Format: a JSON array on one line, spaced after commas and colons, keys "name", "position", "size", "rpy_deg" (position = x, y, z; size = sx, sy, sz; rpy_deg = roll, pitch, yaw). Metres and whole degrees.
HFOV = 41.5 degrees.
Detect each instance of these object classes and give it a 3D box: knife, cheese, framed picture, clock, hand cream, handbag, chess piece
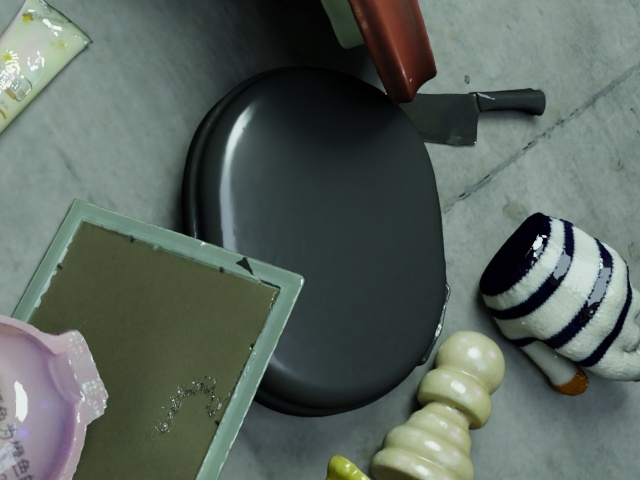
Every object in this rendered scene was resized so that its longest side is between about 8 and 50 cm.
[{"name": "knife", "position": [0.140, -0.129, 0.882], "size": [0.230, 0.028, 0.060], "rpy_deg": [-5, 99, -26]}, {"name": "cheese", "position": [-0.286, 0.149, 0.572], "size": [0.286, 0.074, 0.189], "rpy_deg": [-27, 65, -14]}, {"name": "framed picture", "position": [-0.157, 0.116, 0.628], "size": [0.216, 0.016, 0.273], "rpy_deg": [19, 72, 19]}, {"name": "clock", "position": [0.014, -0.263, 0.699], "size": [0.080, 0.318, 0.318], "rpy_deg": [-18, 93, 9]}, {"name": "hand cream", "position": [-0.244, -0.131, 0.675], "size": [0.061, 0.039, 0.143], "rpy_deg": [36, 64, -17]}, {"name": "handbag", "position": [-0.001, 0.000, 0.753], "size": [0.254, 0.093, 0.308], "rpy_deg": [-2, 85, -29]}, {"name": "chess piece", "position": [0.122, 0.166, 0.807], "size": [0.094, 0.094, 0.170], "rpy_deg": [41, 60, -18]}]

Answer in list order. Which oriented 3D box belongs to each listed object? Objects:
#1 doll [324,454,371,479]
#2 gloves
[{"name": "doll", "position": [-0.073, 0.331, 0.649], "size": [0.199, 0.145, 0.363], "rpy_deg": [44, 77, -4]}, {"name": "gloves", "position": [0.274, 0.075, 0.869], "size": [0.219, 0.131, 0.140], "rpy_deg": [35, 72, -10]}]
